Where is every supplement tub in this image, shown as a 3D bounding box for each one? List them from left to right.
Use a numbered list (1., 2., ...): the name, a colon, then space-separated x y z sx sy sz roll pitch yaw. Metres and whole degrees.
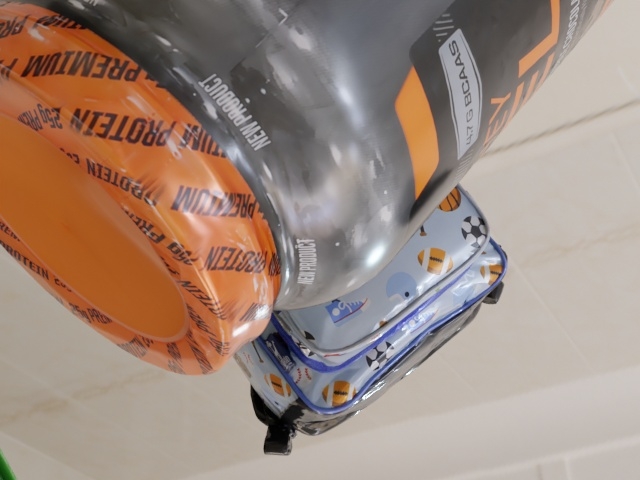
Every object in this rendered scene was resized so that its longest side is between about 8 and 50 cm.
1. supplement tub: 0.003 -0.114 0.499 0.207 0.207 0.338 18 -126 39

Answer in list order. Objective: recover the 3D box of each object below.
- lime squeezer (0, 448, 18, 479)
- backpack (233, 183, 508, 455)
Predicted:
1. lime squeezer: -0.224 0.008 0.603 0.058 0.311 0.110 -21 -144 -36
2. backpack: 0.000 0.000 0.967 0.276 0.213 0.263 -35 -107 -23
